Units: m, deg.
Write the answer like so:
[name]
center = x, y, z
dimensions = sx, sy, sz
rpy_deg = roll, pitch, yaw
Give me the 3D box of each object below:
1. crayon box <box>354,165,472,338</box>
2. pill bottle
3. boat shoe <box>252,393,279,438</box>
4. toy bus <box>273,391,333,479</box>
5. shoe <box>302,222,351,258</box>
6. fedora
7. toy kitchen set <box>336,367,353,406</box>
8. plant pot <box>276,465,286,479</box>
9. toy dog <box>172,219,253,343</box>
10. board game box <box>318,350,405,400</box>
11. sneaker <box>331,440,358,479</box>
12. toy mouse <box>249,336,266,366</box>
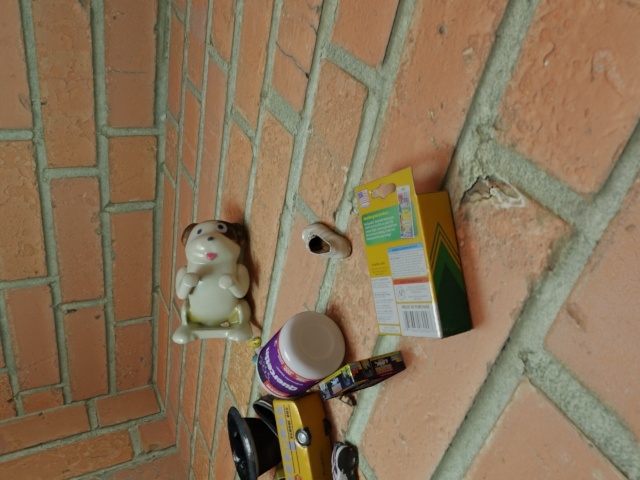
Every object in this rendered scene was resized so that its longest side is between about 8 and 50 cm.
[crayon box]
center = 0.180, 0.028, 1.084
dimensions = 0.203, 0.083, 0.322
rpy_deg = -14, 85, 61
[pill bottle]
center = -0.071, 0.333, 1.507
dimensions = 0.323, 0.182, 0.181
rpy_deg = -52, 52, 53
[boat shoe]
center = -0.119, 0.615, 1.752
dimensions = 0.335, 0.096, 0.112
rpy_deg = 31, 123, 55
[toy bus]
center = -0.039, 0.616, 1.554
dimensions = 0.130, 0.108, 0.332
rpy_deg = -14, 84, 38
[shoe]
center = 0.000, 0.000, 1.425
dimensions = 0.219, 0.058, 0.076
rpy_deg = 21, 115, 58
[fedora]
center = -0.221, 0.720, 1.897
dimensions = 0.334, 0.153, 0.333
rpy_deg = 168, 90, -67
[toy kitchen set]
center = 0.070, 0.394, 1.434
dimensions = 0.068, 0.075, 0.083
rpy_deg = 28, 169, 14
[plant pot]
center = -0.112, 0.802, 1.808
dimensions = 0.083, 0.082, 0.081
rpy_deg = -147, 54, -69
[toy dog]
center = -0.372, 0.125, 1.967
dimensions = 0.395, 0.285, 0.407
rpy_deg = -67, -22, -72
[board game box]
center = 0.093, 0.316, 1.248
dimensions = 0.170, 0.141, 0.048
rpy_deg = -50, 52, 53
[sneaker]
center = 0.063, 0.635, 1.477
dimensions = 0.077, 0.072, 0.178
rpy_deg = -156, 70, -71
[toy mouse]
center = -0.225, 0.423, 1.963
dimensions = 0.161, 0.031, 0.143
rpy_deg = -35, 66, 58
